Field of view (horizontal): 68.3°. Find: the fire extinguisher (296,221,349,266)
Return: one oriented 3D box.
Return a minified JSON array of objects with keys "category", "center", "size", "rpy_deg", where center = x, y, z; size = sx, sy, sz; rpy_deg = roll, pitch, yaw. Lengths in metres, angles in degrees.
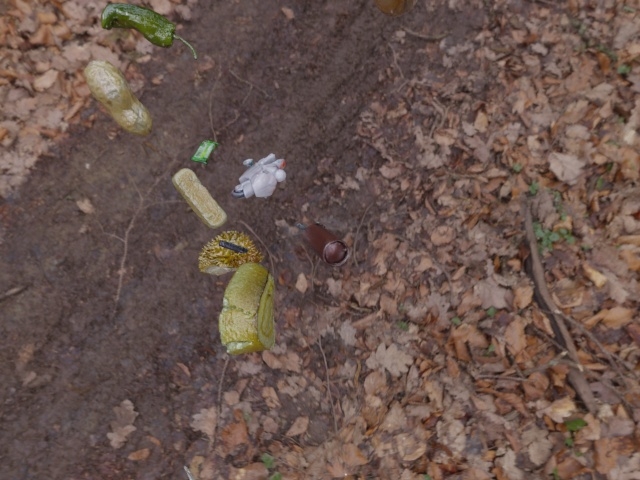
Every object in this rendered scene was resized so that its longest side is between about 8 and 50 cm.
[{"category":"fire extinguisher","center":[0.000,0.000,1.599],"size":[0.104,0.105,0.269],"rpy_deg":[-28,25,-11]}]

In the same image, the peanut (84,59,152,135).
[{"category":"peanut","center":[-0.413,-0.290,0.976],"size":[0.080,0.175,0.080],"rpy_deg":[-24,32,16]}]

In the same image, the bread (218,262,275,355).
[{"category":"bread","center":[-0.193,0.193,1.313],"size":[0.123,0.186,0.257],"rpy_deg":[-2,58,8]}]

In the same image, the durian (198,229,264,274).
[{"category":"durian","center":[-0.288,0.040,1.498],"size":[0.183,0.249,0.138],"rpy_deg":[-32,96,-42]}]

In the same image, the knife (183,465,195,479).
[{"category":"knife","center":[-0.285,0.592,1.105],"size":[0.017,0.298,0.047],"rpy_deg":[-28,47,-30]}]

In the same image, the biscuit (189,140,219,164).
[{"category":"biscuit","center":[-0.289,-0.220,1.174],"size":[0.046,0.016,0.089],"rpy_deg":[12,50,4]}]

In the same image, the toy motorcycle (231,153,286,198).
[{"category":"toy motorcycle","center":[-0.196,-0.220,1.650],"size":[0.170,0.110,0.260],"rpy_deg":[0,34,25]}]

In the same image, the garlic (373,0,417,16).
[{"category":"garlic","center":[0.177,-0.666,1.116],"size":[0.160,0.214,0.191],"rpy_deg":[-43,49,-1]}]

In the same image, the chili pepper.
[{"category":"chili pepper","center":[-0.375,-0.469,1.046],"size":[0.203,0.072,0.073],"rpy_deg":[9,98,-32]}]

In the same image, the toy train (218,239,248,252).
[{"category":"toy train","center":[-0.241,0.020,1.309],"size":[0.083,0.017,0.017],"rpy_deg":[21,55,-27]}]

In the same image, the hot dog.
[{"category":"hot dog","center":[-0.434,-0.147,1.694],"size":[0.084,0.073,0.243],"rpy_deg":[-43,100,-23]}]
